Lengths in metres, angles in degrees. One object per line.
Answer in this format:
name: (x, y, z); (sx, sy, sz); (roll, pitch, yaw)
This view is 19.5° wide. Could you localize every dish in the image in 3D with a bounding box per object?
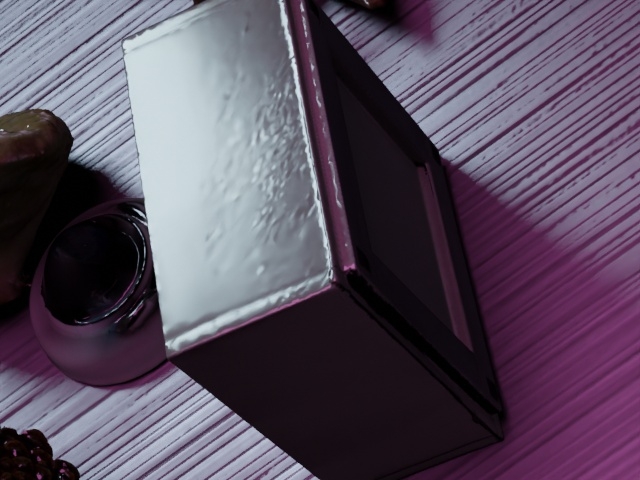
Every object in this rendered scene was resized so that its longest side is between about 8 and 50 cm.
dish: (-0.154, 0.020, 1.275); (0.141, 0.078, 0.141); (-13, 58, 22)

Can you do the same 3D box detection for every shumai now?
shumai: (-0.254, -0.009, 1.325); (0.201, 0.120, 0.201); (-24, 11, 5)

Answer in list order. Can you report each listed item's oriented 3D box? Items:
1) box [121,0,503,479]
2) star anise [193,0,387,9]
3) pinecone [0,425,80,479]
box: (0.000, 0.000, 1.105); (0.117, 0.225, 0.225); (-23, 55, 16)
star anise: (-0.037, -0.265, 1.353); (0.292, 0.109, 0.349); (26, 79, 42)
pinecone: (-0.217, 0.186, 1.194); (0.121, 0.140, 0.140); (-40, 43, 47)
